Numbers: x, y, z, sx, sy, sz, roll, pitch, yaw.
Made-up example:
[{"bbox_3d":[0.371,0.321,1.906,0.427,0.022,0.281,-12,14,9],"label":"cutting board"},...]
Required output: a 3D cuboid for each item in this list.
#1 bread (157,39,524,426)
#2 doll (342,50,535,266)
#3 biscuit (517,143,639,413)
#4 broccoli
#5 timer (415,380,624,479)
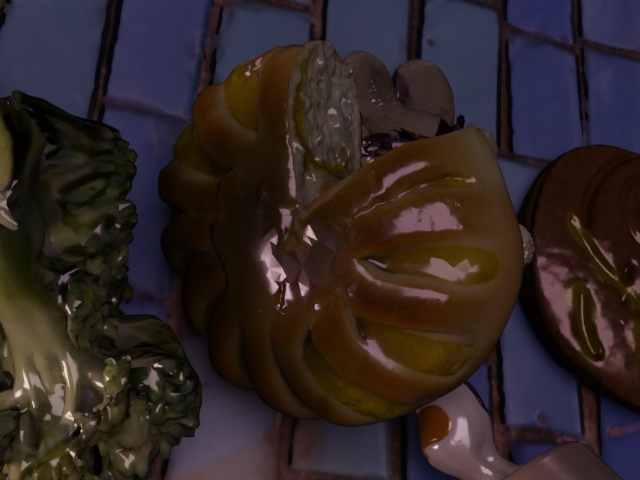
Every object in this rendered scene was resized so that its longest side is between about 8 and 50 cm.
[{"bbox_3d":[0.000,0.000,0.772,0.333,0.160,0.332,-1,88,22],"label":"bread"},{"bbox_3d":[0.098,-0.085,0.923,0.175,0.149,0.278,-17,62,2],"label":"doll"},{"bbox_3d":[0.400,0.036,1.013,0.395,0.070,0.350,18,65,-12],"label":"biscuit"},{"bbox_3d":[-0.257,0.017,0.686,0.277,0.317,0.338,-14,37,-14],"label":"broccoli"},{"bbox_3d":[0.137,0.182,0.839,0.175,0.175,0.266,-23,60,-26],"label":"timer"}]
